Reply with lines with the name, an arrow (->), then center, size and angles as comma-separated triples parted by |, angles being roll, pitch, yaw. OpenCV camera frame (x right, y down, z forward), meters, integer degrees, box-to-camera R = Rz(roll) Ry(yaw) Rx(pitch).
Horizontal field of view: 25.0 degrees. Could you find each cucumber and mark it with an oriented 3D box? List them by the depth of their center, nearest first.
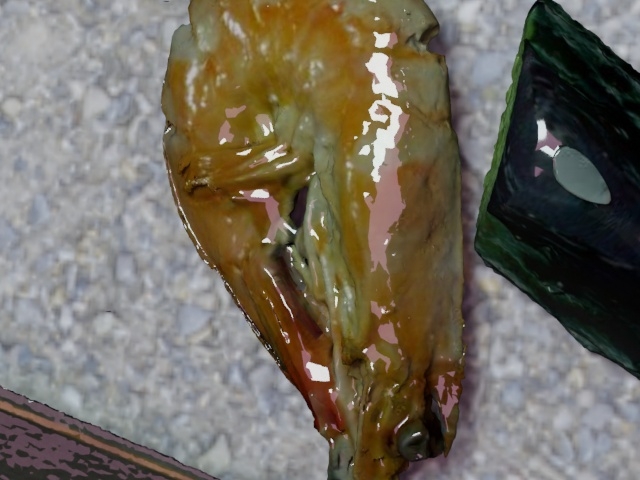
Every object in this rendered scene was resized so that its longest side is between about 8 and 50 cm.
cucumber -> 0.137, -0.009, 0.656 | 0.193, 0.086, 0.115 | 42, 95, 2

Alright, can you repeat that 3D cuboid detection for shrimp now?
shrimp -> 0.000, 0.000, 0.692 | 0.154, 0.062, 0.295 | -11, 85, 23

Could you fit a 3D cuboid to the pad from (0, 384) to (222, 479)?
pad -> -0.135, 0.245, 0.663 | 0.375, 0.063, 0.315 | 22, 95, -1
